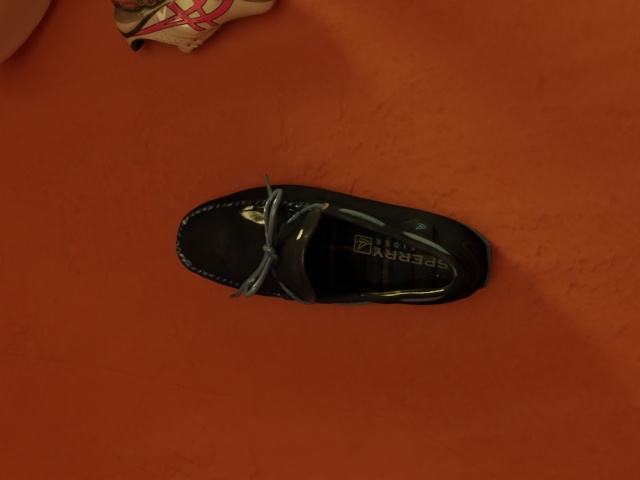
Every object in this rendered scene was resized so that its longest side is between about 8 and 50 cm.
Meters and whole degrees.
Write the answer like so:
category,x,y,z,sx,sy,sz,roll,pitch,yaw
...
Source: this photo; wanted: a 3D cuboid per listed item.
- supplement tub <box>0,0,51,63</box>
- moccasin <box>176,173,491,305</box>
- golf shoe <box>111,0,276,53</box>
category,x,y,z,sx,sy,sz,roll,pitch,yaw
supplement tub,-0.470,-0.345,1.253,0.331,0.241,0.241,37,107,11
moccasin,0.000,0.000,1.194,0.342,0.117,0.138,0,97,20
golf shoe,-0.131,-0.245,1.246,0.186,0.067,0.086,0,126,18
